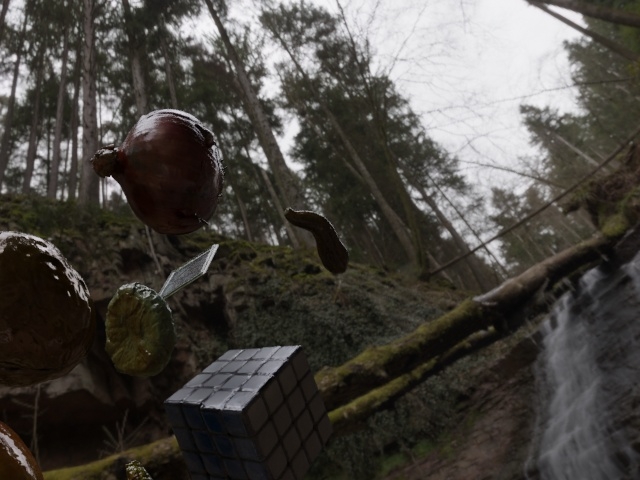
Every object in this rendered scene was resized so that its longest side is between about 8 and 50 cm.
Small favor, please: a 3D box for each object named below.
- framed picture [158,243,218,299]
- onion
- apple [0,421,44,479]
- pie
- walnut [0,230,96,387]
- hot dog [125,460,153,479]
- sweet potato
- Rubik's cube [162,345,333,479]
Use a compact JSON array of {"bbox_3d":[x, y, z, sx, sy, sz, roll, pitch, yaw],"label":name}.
[{"bbox_3d":[-0.494,0.118,1.827,0.232,0.296,0.019,-32,-73,8],"label":"framed picture"},{"bbox_3d":[-0.404,-0.181,1.364,0.354,0.353,0.353,-14,-43,-13],"label":"onion"},{"bbox_3d":[-0.444,0.313,0.581,0.211,0.234,0.173,-23,-21,-26],"label":"apple"},{"bbox_3d":[-0.566,0.284,1.549,0.306,0.306,0.071,-43,-23,19],"label":"pie"},{"bbox_3d":[-0.747,0.166,1.242,0.308,0.397,0.354,-24,-18,-49],"label":"walnut"},{"bbox_3d":[-0.482,0.743,1.380,0.093,0.261,0.123,-34,-6,-43],"label":"hot dog"},{"bbox_3d":[0.004,-0.005,1.250,0.081,0.062,0.233,-38,-66,0],"label":"sweet potato"},{"bbox_3d":[-0.213,0.560,1.547,0.337,0.344,0.344,-9,-74,32],"label":"Rubik's cube"}]
